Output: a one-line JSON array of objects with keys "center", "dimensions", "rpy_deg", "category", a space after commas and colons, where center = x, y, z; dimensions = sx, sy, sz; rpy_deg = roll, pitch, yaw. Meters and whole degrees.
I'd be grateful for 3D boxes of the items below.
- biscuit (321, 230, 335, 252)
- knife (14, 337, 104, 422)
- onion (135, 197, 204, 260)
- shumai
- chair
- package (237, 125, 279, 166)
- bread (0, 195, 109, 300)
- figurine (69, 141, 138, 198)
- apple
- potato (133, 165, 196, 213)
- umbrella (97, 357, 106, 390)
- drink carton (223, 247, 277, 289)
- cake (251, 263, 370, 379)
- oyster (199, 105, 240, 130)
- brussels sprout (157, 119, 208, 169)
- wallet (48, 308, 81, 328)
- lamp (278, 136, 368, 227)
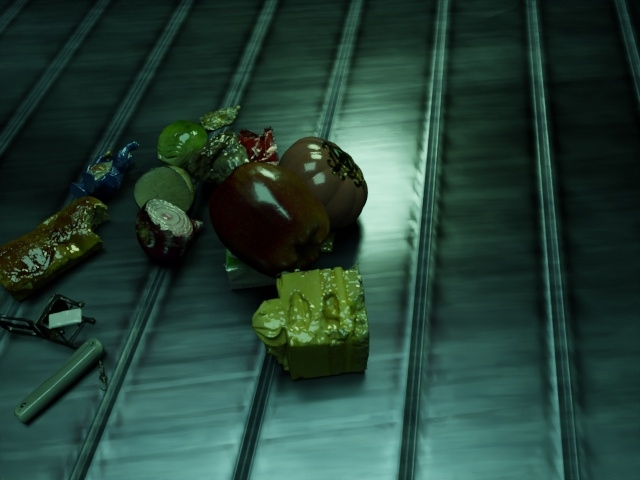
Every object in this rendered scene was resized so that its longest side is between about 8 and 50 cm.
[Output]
[{"center": [0.000, 0.000, 1.866], "dimensions": [0.083, 0.018, 0.081], "rpy_deg": [8, 53, 8], "category": "biscuit"}, {"center": [-0.680, 0.359, 1.584], "dimensions": [0.073, 0.040, 0.265], "rpy_deg": [21, 56, 37], "category": "knife"}, {"center": [-0.450, -0.027, 1.838], "dimensions": [0.195, 0.140, 0.218], "rpy_deg": [40, 26, 27], "category": "onion"}, {"center": [-0.314, -0.242, 1.988], "dimensions": [0.184, 0.185, 0.218], "rpy_deg": [-38, 9, 15], "category": "shumai"}, {"center": [-0.760, 0.209, 1.667], "dimensions": [0.229, 0.106, 0.113], "rpy_deg": [15, 54, 12], "category": "chair"}, {"center": [-0.229, -0.282, 2.068], "dimensions": [0.194, 0.071, 0.269], "rpy_deg": [-8, 54, 14], "category": "package"}, {"center": [-0.793, 0.013, 1.824], "dimensions": [0.185, 0.109, 0.380], "rpy_deg": [34, 58, 26], "category": "bread"}, {"center": [-0.700, -0.220, 2.010], "dimensions": [0.164, 0.121, 0.262], "rpy_deg": [-8, 31, 42], "category": "figurine"}, {"center": [-0.137, -0.057, 1.624], "dimensions": [0.288, 0.288, 0.317], "rpy_deg": [-37, 71, -24], "category": "apple"}, {"center": [-0.479, -0.158, 1.940], "dimensions": [0.202, 0.182, 0.117], "rpy_deg": [-28, 11, 25], "category": "potato"}, {"center": [-0.582, 0.341, 1.615], "dimensions": [0.022, 0.022, 0.149], "rpy_deg": [-42, 44, 15], "category": "umbrella"}, {"center": [-0.206, 0.004, 1.811], "dimensions": [0.161, 0.108, 0.271], "rpy_deg": [-6, 52, -4], "category": "drink carton"}, {"center": [-0.028, 0.213, 1.565], "dimensions": [0.286, 0.227, 0.222], "rpy_deg": [-6, 53, -3], "category": "cake"}, {"center": [-0.374, -0.446, 2.225], "dimensions": [0.146, 0.045, 0.122], "rpy_deg": [11, 67, 11], "category": "oyster"}, {"center": [-0.467, -0.327, 2.063], "dimensions": [0.161, 0.144, 0.181], "rpy_deg": [18, 75, -9], "category": "brussels sprout"}, {"center": [-0.672, 0.205, 1.594], "dimensions": [0.083, 0.011, 0.044], "rpy_deg": [-11, 54, -6], "category": "wallet"}, {"center": [-0.004, -0.165, 1.856], "dimensions": [0.239, 0.305, 0.305], "rpy_deg": [-40, 47, 27], "category": "lamp"}]
